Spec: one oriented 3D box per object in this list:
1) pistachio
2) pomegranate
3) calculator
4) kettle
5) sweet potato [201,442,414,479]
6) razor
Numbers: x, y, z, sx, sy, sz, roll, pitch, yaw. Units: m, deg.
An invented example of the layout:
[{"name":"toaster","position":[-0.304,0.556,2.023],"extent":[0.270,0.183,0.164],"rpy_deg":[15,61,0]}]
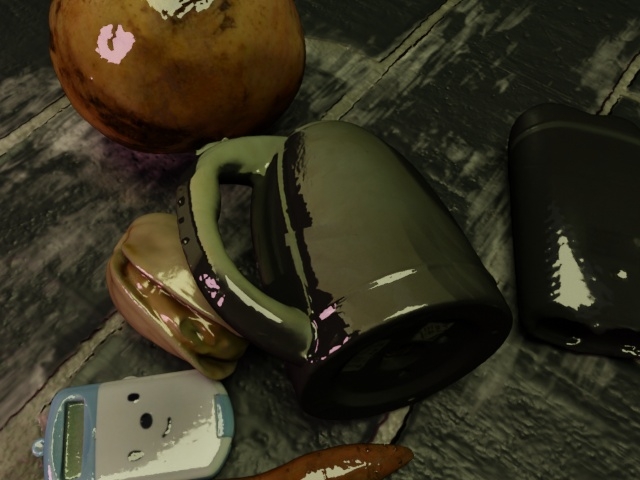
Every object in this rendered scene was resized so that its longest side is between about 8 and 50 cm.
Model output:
[{"name":"pistachio","position":[-0.155,0.056,0.680],"extent":[0.144,0.144,0.215],"rpy_deg":[-38,71,-24]},{"name":"pomegranate","position":[-0.179,-0.252,0.777],"extent":[0.321,0.322,0.323],"rpy_deg":[2,57,-3]},{"name":"calculator","position":[-0.196,0.204,0.633],"extent":[0.210,0.039,0.121],"rpy_deg":[-6,56,-7]},{"name":"kettle","position":[0.000,0.000,0.655],"extent":[0.320,0.228,0.324],"rpy_deg":[2,48,-30]},{"name":"sweet potato","position":[-0.029,0.249,0.605],"extent":[0.264,0.057,0.057],"rpy_deg":[-12,59,-10]},{"name":"razor","position":[0.348,-0.026,0.774],"extent":[0.204,0.114,0.349],"rpy_deg":[9,57,-1]}]
